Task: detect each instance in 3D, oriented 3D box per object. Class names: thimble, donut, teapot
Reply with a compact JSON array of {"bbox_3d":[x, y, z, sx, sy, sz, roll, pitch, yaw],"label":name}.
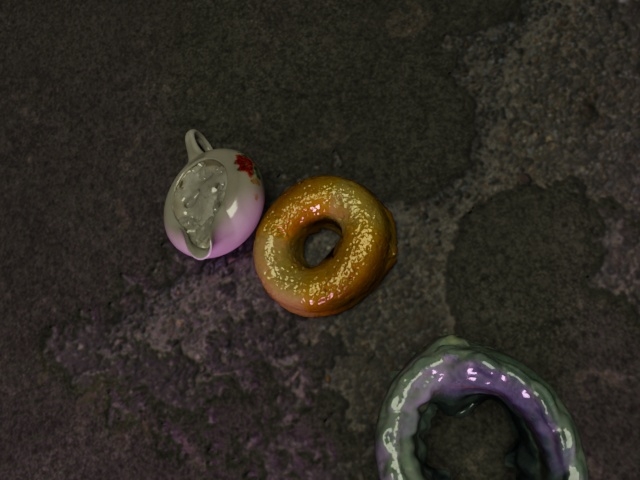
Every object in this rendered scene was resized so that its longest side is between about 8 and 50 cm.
[{"bbox_3d":[0.160,0.219,0.717,0.205,0.172,0.250,-15,76,7],"label":"thimble"},{"bbox_3d":[0.001,0.001,0.847,0.190,0.074,0.174,-33,74,0],"label":"donut"},{"bbox_3d":[-0.135,-0.053,0.868,0.145,0.092,0.226,-32,51,15],"label":"teapot"}]
